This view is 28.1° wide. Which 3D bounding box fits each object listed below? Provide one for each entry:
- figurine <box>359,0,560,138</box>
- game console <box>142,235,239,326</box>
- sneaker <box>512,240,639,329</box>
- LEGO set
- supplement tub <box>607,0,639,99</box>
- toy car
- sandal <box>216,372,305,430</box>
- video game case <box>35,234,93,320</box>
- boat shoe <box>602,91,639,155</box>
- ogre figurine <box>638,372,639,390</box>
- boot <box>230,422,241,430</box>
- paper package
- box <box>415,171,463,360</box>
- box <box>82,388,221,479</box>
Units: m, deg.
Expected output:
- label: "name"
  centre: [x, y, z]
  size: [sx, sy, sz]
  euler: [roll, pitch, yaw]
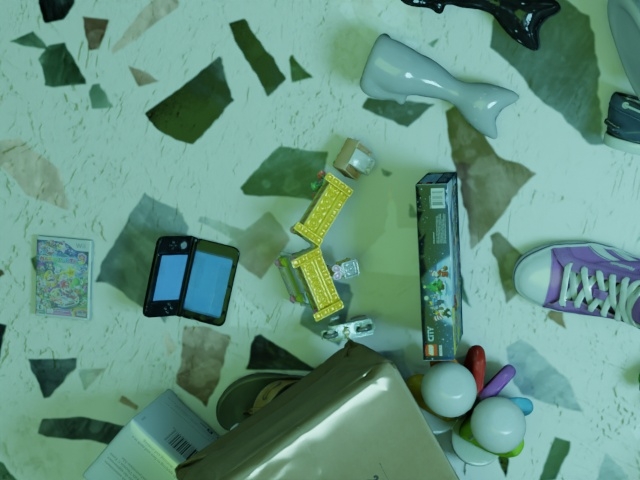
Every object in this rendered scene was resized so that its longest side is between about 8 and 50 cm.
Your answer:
- label: "figurine"
  centre: [0.185, -0.262, 1.708]
  size: [0.209, 0.092, 0.215]
  euler: [23, 103, 3]
- label: "game console"
  centre: [-0.187, 0.060, 1.840]
  size: [0.071, 0.107, 0.122]
  euler: [21, 103, 37]
- label: "sneaker"
  centre: [0.389, 0.067, 1.673]
  size: [0.282, 0.161, 0.102]
  euler: [7, 101, 12]
- label: "LEGO set"
  centre: [0.000, 0.000, 1.795]
  size: [0.132, 0.107, 0.287]
  euler: [-3, 94, -23]
- label: "supplement tub"
  centre: [0.530, -0.283, 1.558]
  size: [0.316, 0.193, 0.193]
  euler: [-23, 93, 1]
- label: "toy car"
  centre: [0.213, 0.217, 1.755]
  size: [0.182, 0.159, 0.136]
  euler: [35, 67, 5]
- label: "sandal"
  centre: [-0.048, 0.240, 1.840]
  size: [0.219, 0.060, 0.090]
  euler: [0, 98, 13]
- label: "video game case"
  centre: [-0.383, 0.056, 1.909]
  size: [0.087, 0.011, 0.122]
  euler: [5, 99, 11]
- label: "boat shoe"
  centre: [0.498, -0.143, 1.656]
  size: [0.254, 0.095, 0.079]
  euler: [12, 112, 19]
- label: "ogre figurine"
  centre: [0.532, 0.210, 1.695]
  size: [0.197, 0.097, 0.118]
  euler: [45, 134, 17]
- label: "boot"
  centre: [-0.041, 0.313, 1.840]
  size: [0.086, 0.069, 0.190]
  euler: [-39, 109, 9]
- label: "paper package"
  centre: [0.022, 0.357, 1.699]
  size: [0.309, 0.168, 0.325]
  euler: [-34, 106, -15]
- label: "box"
  centre: [0.161, 0.031, 1.714]
  size: [0.044, 0.159, 0.233]
  euler: [-2, 98, 10]
- label: "box"
  centre: [-0.212, 0.331, 1.827]
  size: [0.181, 0.182, 0.119]
  euler: [42, 102, 3]
